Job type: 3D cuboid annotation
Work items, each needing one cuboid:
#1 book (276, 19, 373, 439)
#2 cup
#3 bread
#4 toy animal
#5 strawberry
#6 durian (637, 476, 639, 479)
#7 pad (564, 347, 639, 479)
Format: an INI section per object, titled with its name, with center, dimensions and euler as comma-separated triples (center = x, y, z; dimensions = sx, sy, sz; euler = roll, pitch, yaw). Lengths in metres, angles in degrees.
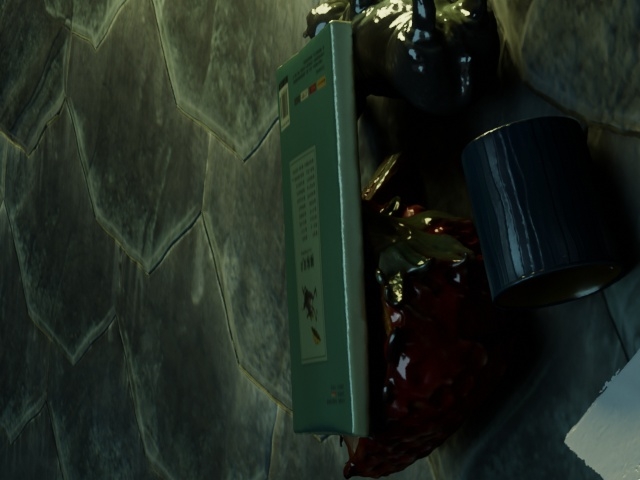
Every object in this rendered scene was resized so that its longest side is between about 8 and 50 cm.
[book]
center = 0.000, 0.000, 1.748
dimensions = 0.264, 0.031, 0.379
euler = 160, 107, -78
[cup]
center = 0.179, -0.018, 1.571
dimensions = 0.150, 0.113, 0.138
euler = -40, 58, 55
[bread]
center = 0.068, -0.034, 1.842
dimensions = 0.062, 0.109, 0.043
euler = 43, 160, -14
[toy animal]
center = 0.065, -0.196, 1.770
dimensions = 0.343, 0.106, 0.168
euler = 180, 78, -68
[strawberry]
center = 0.101, 0.103, 1.714
dimensions = 0.253, 0.150, 0.280
euler = -131, 39, -73
[durian]
center = 0.304, 0.223, 1.421
dimensions = 0.187, 0.119, 0.108
euler = 8, 64, 50
[pad]
center = 0.295, 0.149, 1.390
dimensions = 0.156, 0.004, 0.232
euler = -50, 38, 1
